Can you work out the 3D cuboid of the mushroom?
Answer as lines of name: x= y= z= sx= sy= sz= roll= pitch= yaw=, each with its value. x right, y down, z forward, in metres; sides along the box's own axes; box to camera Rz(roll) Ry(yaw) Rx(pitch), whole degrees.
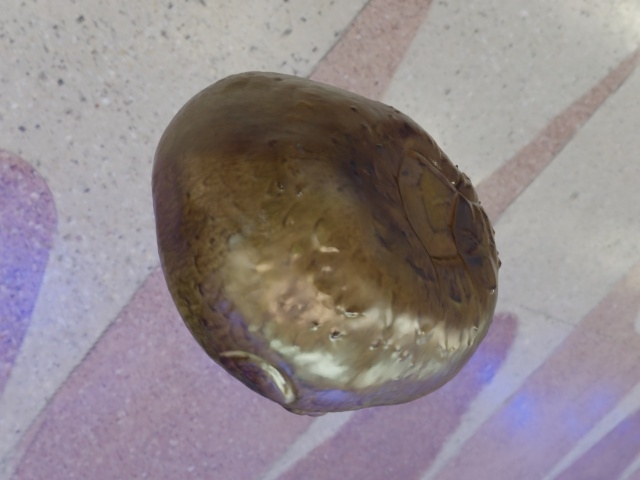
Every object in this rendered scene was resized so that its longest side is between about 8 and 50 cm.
mushroom: x=0.013 y=-0.004 z=0.508 sx=0.138 sy=0.194 sz=0.231 roll=-14 pitch=179 yaw=24
